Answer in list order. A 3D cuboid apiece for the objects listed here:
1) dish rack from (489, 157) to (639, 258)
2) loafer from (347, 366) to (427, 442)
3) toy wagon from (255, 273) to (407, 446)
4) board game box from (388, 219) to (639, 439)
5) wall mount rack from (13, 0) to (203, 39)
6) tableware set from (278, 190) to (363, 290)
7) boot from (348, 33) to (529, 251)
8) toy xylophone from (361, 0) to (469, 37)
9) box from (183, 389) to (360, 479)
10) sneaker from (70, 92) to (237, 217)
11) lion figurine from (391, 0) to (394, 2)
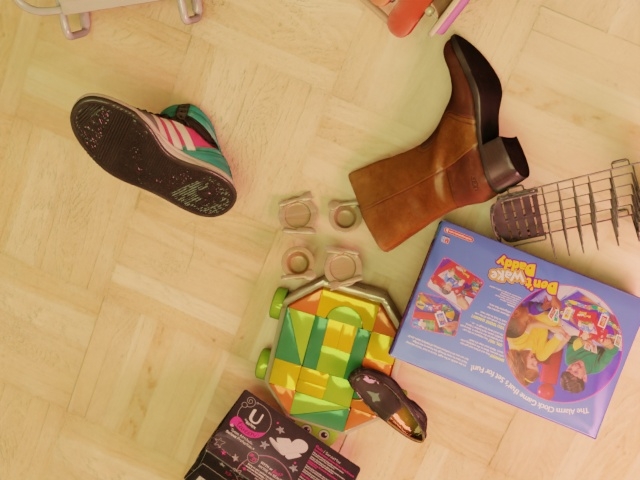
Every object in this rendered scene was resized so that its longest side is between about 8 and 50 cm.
[{"bbox_3d":[0.395,-0.037,1.419,0.271,0.208,0.074,-12,64,13],"label":"dish rack"},{"bbox_3d":[0.116,0.271,1.559,0.170,0.061,0.062,37,104,-16],"label":"loafer"},{"bbox_3d":[0.022,0.234,1.630,0.267,0.068,0.345,16,108,6],"label":"toy wagon"},{"bbox_3d":[0.310,0.139,1.506,0.347,0.078,0.233,22,89,3],"label":"board game box"},{"bbox_3d":[-0.319,-0.477,1.461,0.349,0.130,0.304,-4,109,11],"label":"wall mount rack"},{"bbox_3d":[0.000,0.000,1.563,0.141,0.020,0.169,-1,80,3],"label":"tableware set"},{"bbox_3d":[0.164,-0.152,1.485,0.280,0.096,0.264,-27,80,35],"label":"boot"},{"bbox_3d":[0.089,-0.415,1.327,0.322,0.081,0.236,42,135,13],"label":"toy xylophone"},{"bbox_3d":[-0.084,0.404,1.635,0.247,0.142,0.163,35,142,0],"label":"box"},{"bbox_3d":[-0.264,-0.170,1.505,0.295,0.178,0.124,34,112,-32],"label":"sneaker"},{"bbox_3d":[0.138,-0.564,1.342,0.240,0.142,0.392,41,113,5],"label":"lion figurine"}]
